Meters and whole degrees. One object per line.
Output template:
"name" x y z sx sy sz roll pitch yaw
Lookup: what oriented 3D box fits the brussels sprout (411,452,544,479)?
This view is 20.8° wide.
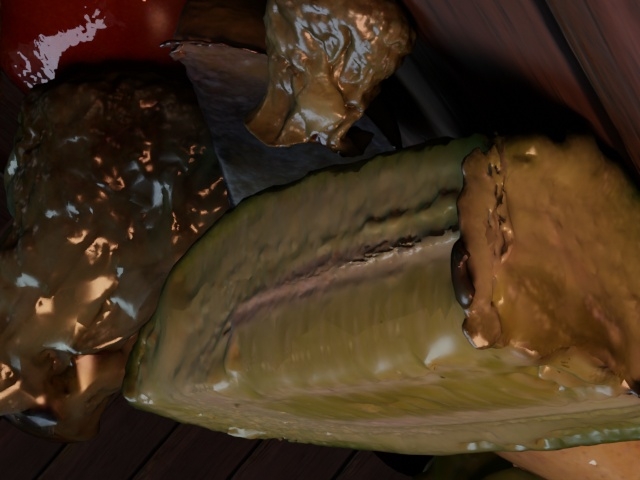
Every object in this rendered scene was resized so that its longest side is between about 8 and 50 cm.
"brussels sprout" 0.172 0.230 1.027 0.281 0.289 0.355 23 -149 -37

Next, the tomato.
"tomato" -0.169 -0.160 1.244 0.200 0.139 0.233 43 178 -18

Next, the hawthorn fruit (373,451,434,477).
"hawthorn fruit" 0.122 0.132 1.707 0.189 0.189 0.251 41 -168 10

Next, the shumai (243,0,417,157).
"shumai" -0.005 -0.078 0.741 0.083 0.080 0.082 42 177 41

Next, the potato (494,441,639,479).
"potato" 0.107 0.058 0.887 0.234 0.128 0.161 36 -178 -6

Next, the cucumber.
"cucumber" 0.027 0.032 0.767 0.145 0.105 0.325 21 159 -27

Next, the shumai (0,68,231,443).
"shumai" -0.136 0.023 1.182 0.222 0.204 0.272 27 143 -13

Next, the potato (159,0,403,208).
"potato" -0.006 -0.083 0.988 0.120 0.100 0.261 3 155 6

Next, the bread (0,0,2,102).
"bread" -0.305 -0.219 1.147 0.328 0.148 0.337 -141 41 -64
